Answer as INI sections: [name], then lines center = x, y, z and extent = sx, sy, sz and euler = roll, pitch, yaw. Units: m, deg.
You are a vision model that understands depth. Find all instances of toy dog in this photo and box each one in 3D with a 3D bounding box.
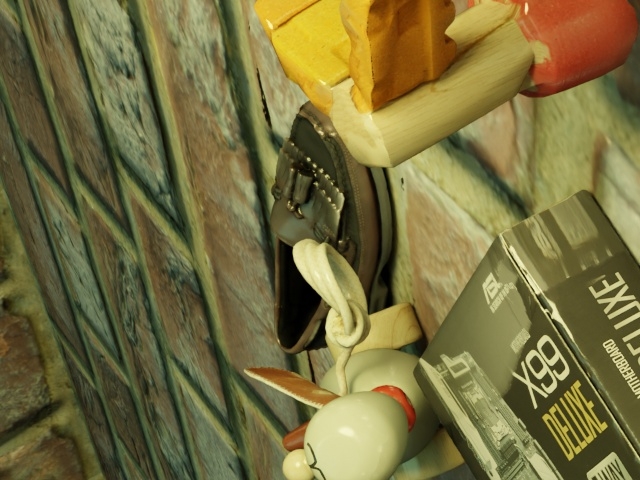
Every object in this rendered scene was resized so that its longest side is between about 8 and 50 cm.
[toy dog]
center = 0.013, 0.150, 1.384
extent = 0.334, 0.161, 0.220
euler = 36, -150, -64

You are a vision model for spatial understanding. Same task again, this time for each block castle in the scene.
[block castle]
center = 0.028, -0.283, 0.791
extent = 0.303, 0.213, 0.453
euler = 47, 159, 30

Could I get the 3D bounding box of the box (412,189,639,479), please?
[box]
center = 0.181, 0.133, 1.181
extent = 0.242, 0.077, 0.307
euler = 59, 163, 14

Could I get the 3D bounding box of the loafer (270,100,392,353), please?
[loafer]
center = 0.000, 0.000, 1.462
extent = 0.109, 0.095, 0.302
euler = 51, 159, 34
